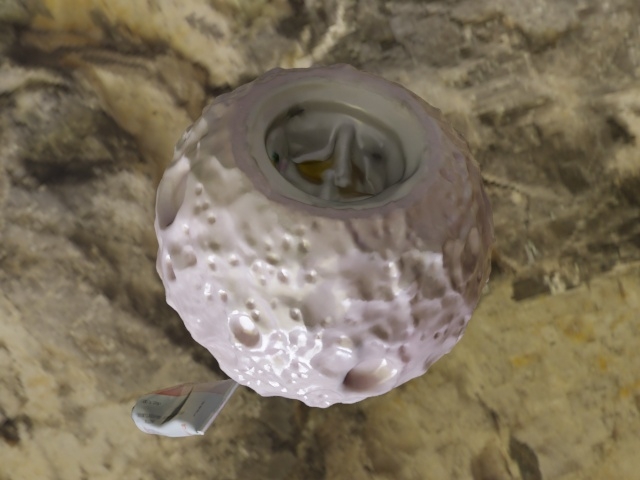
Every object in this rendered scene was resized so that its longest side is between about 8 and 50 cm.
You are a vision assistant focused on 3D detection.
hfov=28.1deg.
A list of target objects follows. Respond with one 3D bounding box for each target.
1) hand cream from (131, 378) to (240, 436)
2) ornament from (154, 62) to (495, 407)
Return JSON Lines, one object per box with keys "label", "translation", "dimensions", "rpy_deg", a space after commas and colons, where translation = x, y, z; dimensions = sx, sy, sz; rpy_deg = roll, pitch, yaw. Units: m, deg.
{"label": "hand cream", "translation": [-0.124, 0.148, 1.131], "dimensions": [0.216, 0.038, 0.052], "rpy_deg": [-17, -117, 62]}
{"label": "ornament", "translation": [0.000, 0.000, 0.968], "dimensions": [0.259, 0.225, 0.259], "rpy_deg": [3, -131, -4]}
